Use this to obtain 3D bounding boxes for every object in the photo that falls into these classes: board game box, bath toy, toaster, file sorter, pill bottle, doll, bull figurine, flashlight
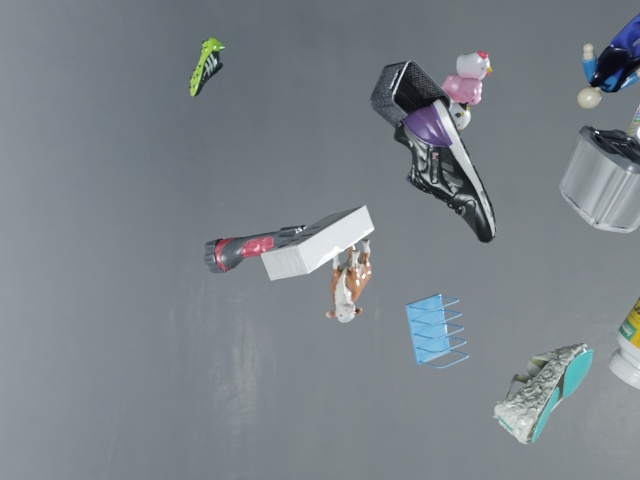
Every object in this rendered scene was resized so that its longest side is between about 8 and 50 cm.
[{"bbox_3d":[0.804,-0.249,1.421,0.154,0.026,0.104,38,73,-30],"label":"board game box"},{"bbox_3d":[0.455,-0.480,1.895,0.151,0.129,0.348,36,71,-7],"label":"bath toy"},{"bbox_3d":[0.567,-0.115,1.132,0.227,0.129,0.147,-106,-155,-54],"label":"toaster"},{"bbox_3d":[0.322,0.246,1.592,0.118,0.104,0.171,-14,96,-28],"label":"file sorter"},{"bbox_3d":[0.592,0.153,1.010,0.117,0.117,0.209,-21,137,-60],"label":"pill bottle"},{"bbox_3d":[0.469,-0.287,0.917,0.189,0.129,0.046,119,-25,-47],"label":"doll"},{"bbox_3d":[0.085,0.103,1.695,0.310,0.101,0.189,-55,148,-68],"label":"bull figurine"},{"bbox_3d":[-0.183,0.027,1.636,0.103,0.303,0.103,-15,96,-62],"label":"flashlight"}]

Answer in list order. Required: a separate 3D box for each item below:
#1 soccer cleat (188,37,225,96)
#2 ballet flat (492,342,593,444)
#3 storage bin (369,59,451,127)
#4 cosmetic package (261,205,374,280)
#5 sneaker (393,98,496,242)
[{"bbox_3d":[-0.318,-0.485,1.657,0.072,0.060,0.179,22,83,-37],"label":"soccer cleat"},{"bbox_3d":[0.590,0.373,1.555,0.408,0.146,0.147,-27,112,-41],"label":"ballet flat"},{"bbox_3d":[0.220,-0.337,1.424,0.180,0.084,0.122,32,77,-34],"label":"storage bin"},{"bbox_3d":[0.000,0.000,1.142,0.239,0.098,0.061,-32,106,-50],"label":"cosmetic package"},{"bbox_3d":[0.233,-0.114,1.114,0.284,0.124,0.107,65,12,2],"label":"sneaker"}]
